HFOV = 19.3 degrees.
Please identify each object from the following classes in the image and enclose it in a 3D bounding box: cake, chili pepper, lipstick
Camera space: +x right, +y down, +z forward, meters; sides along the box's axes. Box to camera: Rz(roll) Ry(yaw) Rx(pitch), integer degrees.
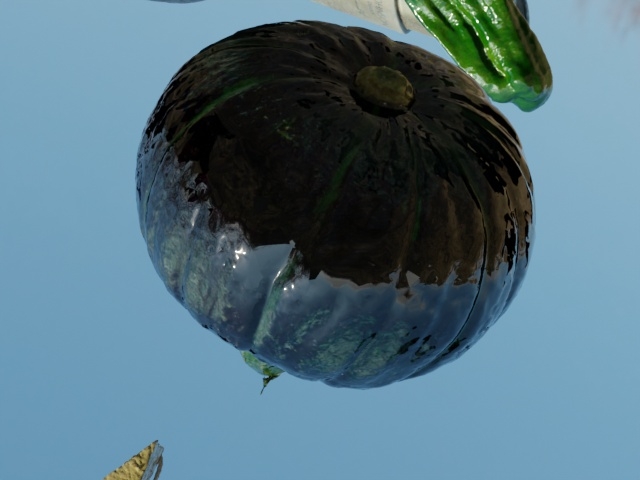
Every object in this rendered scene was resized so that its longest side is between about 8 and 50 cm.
[{"bbox_3d":[-0.166,0.204,1.487,0.065,0.052,0.121,23,-114,10],"label":"cake"},{"bbox_3d":[0.131,-0.226,1.820,0.257,0.100,0.074,48,-158,-1],"label":"chili pepper"},{"bbox_3d":[0.097,-0.263,1.989,0.252,0.079,0.077,24,-118,31],"label":"lipstick"}]

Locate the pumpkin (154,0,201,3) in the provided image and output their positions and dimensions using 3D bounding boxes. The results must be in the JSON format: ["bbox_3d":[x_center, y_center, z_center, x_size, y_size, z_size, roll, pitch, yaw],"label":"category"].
[{"bbox_3d":[-0.104,-0.318,1.551,0.242,0.232,0.325,-18,-172,2],"label":"pumpkin"}]

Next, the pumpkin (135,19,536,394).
[{"bbox_3d":[0.000,0.000,1.149,0.248,0.248,0.248,15,-156,-7],"label":"pumpkin"}]
